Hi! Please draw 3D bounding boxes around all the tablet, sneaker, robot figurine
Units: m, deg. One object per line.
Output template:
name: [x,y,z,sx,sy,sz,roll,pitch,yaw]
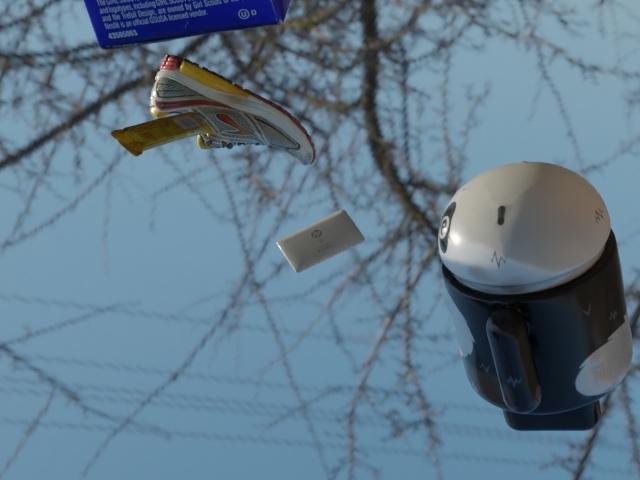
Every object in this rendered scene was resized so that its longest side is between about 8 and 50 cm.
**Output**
tablet: [0.000,0.000,1.485,0.083,0.006,0.054,-25,-131,-11]
sneaker: [-0.110,-0.148,1.745,0.225,0.092,0.088,25,-178,-5]
robot figurine: [0.209,0.058,1.361,0.174,0.278,0.209,-23,-149,-13]

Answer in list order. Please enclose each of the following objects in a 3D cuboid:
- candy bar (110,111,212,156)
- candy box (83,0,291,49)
candy bar: [-0.171,-0.120,1.534,0.040,0.018,0.161,41,-153,13]
candy box: [-0.091,-0.311,0.790,0.122,0.317,0.268,-7,-149,13]
